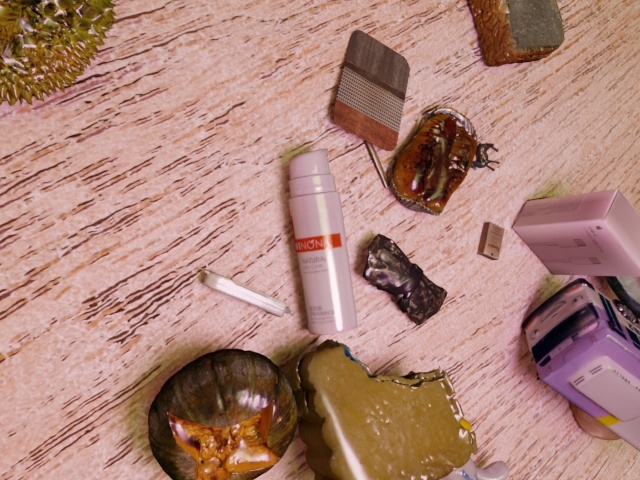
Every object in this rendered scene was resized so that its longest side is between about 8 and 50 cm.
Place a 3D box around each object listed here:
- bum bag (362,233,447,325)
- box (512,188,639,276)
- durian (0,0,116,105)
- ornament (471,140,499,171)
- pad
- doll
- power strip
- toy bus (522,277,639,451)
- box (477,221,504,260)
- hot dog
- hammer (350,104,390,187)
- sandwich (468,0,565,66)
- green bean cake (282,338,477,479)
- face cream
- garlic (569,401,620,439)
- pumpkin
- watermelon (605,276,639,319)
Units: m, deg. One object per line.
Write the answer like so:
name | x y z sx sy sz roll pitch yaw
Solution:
bum bag | 0.177 0.090 1.034 0.248 0.069 0.102 39 54 -22
box | 0.636 -0.011 1.181 0.203 0.252 0.106 44 69 -19
durian | -0.418 -0.333 0.659 0.291 0.225 0.290 -1 92 -31
ornament | 0.385 -0.206 1.189 0.125 0.028 0.073 -4 89 -30
pad | 0.063 -0.353 0.995 0.323 0.055 0.249 29 66 -43
doll | 0.261 0.486 1.028 0.237 0.111 0.252 -43 97 -25
power strip | -0.128 0.100 0.883 0.191 0.048 0.030 28 79 -23
toy bus | 0.707 0.316 1.125 0.440 0.209 0.249 36 31 -3
box | 0.417 0.002 1.193 0.053 0.024 0.083 22 78 -24
hot dog | 0.260 -0.176 1.087 0.163 0.082 0.270 39 69 -15
hammer | 0.107 -0.196 1.047 0.062 0.017 0.181 -29 101 -26
sandwich | 0.494 -0.601 1.234 0.271 0.099 0.300 -20 95 -28
green bean cake | 0.094 0.312 0.906 0.310 0.202 0.284 -7 71 -29
face cream | 0.000 0.000 0.928 0.102 0.102 0.345 -10 91 -28
garlic | 0.761 0.469 1.293 0.207 0.115 0.128 11 87 -24
pumpkin | -0.152 0.283 0.784 0.238 0.159 0.237 -8 121 -14
watermelon | 0.884 0.077 1.253 0.228 0.258 0.387 32 27 -50
